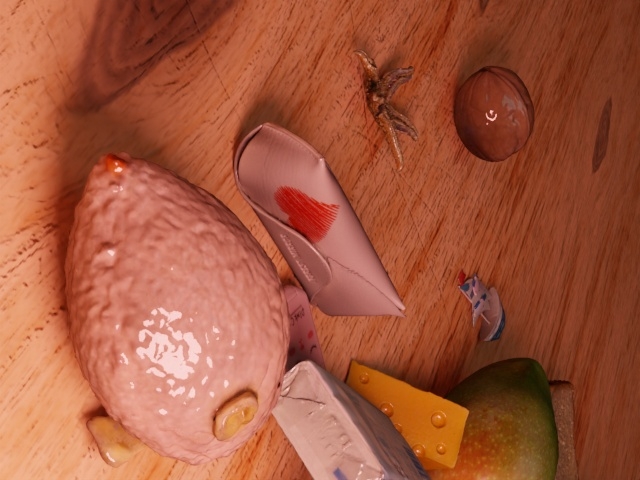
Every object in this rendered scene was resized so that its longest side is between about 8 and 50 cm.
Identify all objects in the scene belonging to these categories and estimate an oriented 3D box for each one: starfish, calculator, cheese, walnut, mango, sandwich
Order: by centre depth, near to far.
[{"bbox_3d":[-0.033,0.141,1.433,0.100,0.032,0.174,-40,120,-56],"label":"calculator"},{"bbox_3d":[0.094,0.241,1.601,0.171,0.126,0.093,37,58,-29],"label":"cheese"},{"bbox_3d":[0.102,-0.186,1.701,0.208,0.053,0.175,15,62,-60],"label":"starfish"},{"bbox_3d":[0.259,0.302,1.735,0.382,0.201,0.225,-53,157,-51],"label":"mango"},{"bbox_3d":[0.294,-0.215,1.974,0.162,0.140,0.140,61,35,-16],"label":"walnut"},{"bbox_3d":[0.392,0.388,2.072,0.254,0.100,0.288,5,80,-67],"label":"sandwich"}]

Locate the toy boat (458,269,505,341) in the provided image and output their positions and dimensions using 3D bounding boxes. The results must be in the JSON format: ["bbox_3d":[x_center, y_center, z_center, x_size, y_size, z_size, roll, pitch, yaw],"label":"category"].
[{"bbox_3d":[0.275,0.102,1.999,0.149,0.034,0.105,60,39,-16],"label":"toy boat"}]

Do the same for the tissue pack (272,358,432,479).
[{"bbox_3d":[0.046,0.258,1.380,0.177,0.089,0.263,53,6,29],"label":"tissue pack"}]

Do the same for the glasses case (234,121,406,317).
[{"bbox_3d":[0.002,0.000,1.426,0.083,0.128,0.308,-48,130,-22],"label":"glasses case"}]

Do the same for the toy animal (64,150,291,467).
[{"bbox_3d":[-0.134,0.077,1.111,0.358,0.188,0.226,62,30,-33],"label":"toy animal"}]
